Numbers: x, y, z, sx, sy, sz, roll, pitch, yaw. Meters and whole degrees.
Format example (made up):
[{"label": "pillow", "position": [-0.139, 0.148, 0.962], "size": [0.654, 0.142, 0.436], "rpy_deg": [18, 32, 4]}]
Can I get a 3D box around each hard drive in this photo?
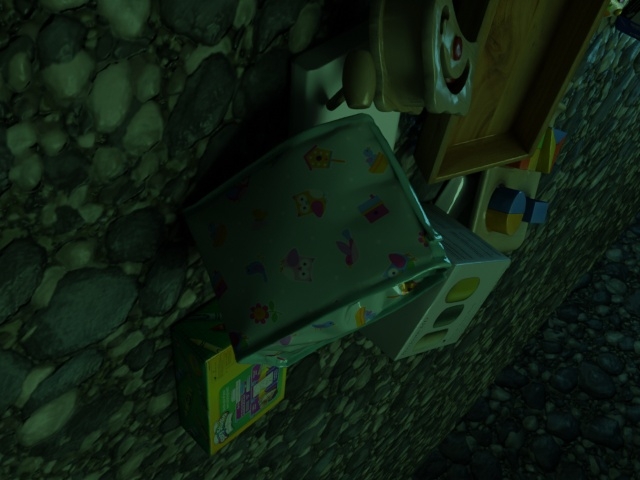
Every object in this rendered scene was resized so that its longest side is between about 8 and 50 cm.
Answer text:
[{"label": "hard drive", "position": [0.037, -0.154, 1.093], "size": [0.203, 0.040, 0.307], "rpy_deg": [-35, 149, -30]}]

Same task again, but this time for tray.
[{"label": "tray", "position": [0.277, -0.253, 1.181], "size": [0.203, 0.076, 0.411], "rpy_deg": [-15, 150, -14]}]

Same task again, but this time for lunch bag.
[{"label": "lunch bag", "position": [0.000, 0.000, 0.938], "size": [0.262, 0.223, 0.160], "rpy_deg": [-30, 159, 15]}]

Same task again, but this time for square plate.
[{"label": "square plate", "position": [0.284, 0.009, 1.692], "size": [0.347, 0.049, 0.344], "rpy_deg": [0, 123, -58]}]

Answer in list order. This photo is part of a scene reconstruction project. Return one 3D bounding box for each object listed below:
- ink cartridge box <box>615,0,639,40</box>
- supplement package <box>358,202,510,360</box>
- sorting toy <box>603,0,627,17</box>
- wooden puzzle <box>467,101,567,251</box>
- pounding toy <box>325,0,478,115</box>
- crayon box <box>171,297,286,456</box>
[{"label": "ink cartridge box", "position": [0.741, -0.512, 1.702], "size": [0.207, 0.097, 0.046], "rpy_deg": [-44, 153, -17]}, {"label": "supplement package", "position": [0.167, 0.063, 1.400], "size": [0.263, 0.198, 0.199], "rpy_deg": [-1, 125, -58]}, {"label": "sorting toy", "position": [0.564, -0.482, 1.534], "size": [0.075, 0.045, 0.083], "rpy_deg": [20, 108, -43]}, {"label": "wooden puzzle", "position": [0.411, -0.125, 1.613], "size": [0.322, 0.080, 0.347], "rpy_deg": [-2, 112, -58]}, {"label": "pounding toy", "position": [0.087, -0.231, 0.951], "size": [0.269, 0.155, 0.154], "rpy_deg": [-14, 108, -65]}, {"label": "crayon box", "position": [-0.135, 0.196, 1.220], "size": [0.165, 0.081, 0.278], "rpy_deg": [-34, 149, -31]}]
